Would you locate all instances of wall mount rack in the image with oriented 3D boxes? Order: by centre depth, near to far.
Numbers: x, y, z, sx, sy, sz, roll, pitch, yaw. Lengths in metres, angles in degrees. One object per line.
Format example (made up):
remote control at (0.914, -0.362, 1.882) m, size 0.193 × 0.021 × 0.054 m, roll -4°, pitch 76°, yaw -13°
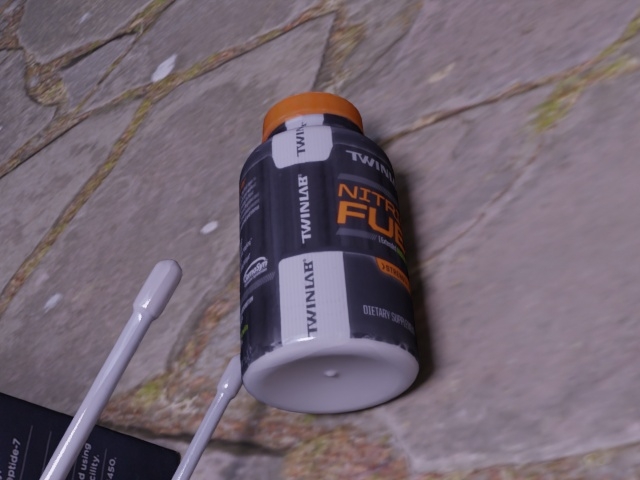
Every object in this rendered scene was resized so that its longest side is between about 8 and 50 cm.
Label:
wall mount rack at (-0.096, 0.200, 0.539) m, size 0.131 × 0.350 × 0.304 m, roll -16°, pitch 65°, yaw 0°

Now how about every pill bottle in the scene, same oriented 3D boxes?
pill bottle at (0.000, 0.000, 0.673) m, size 0.130 × 0.130 × 0.245 m, roll -26°, pitch 51°, yaw 30°

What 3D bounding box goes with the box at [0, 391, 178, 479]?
box at (-0.462, 0.272, 0.691) m, size 0.480 × 0.472 × 0.297 m, roll -16°, pitch 57°, yaw 35°
